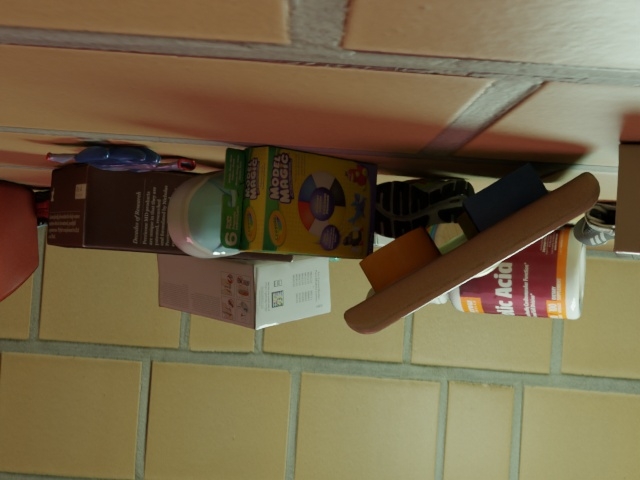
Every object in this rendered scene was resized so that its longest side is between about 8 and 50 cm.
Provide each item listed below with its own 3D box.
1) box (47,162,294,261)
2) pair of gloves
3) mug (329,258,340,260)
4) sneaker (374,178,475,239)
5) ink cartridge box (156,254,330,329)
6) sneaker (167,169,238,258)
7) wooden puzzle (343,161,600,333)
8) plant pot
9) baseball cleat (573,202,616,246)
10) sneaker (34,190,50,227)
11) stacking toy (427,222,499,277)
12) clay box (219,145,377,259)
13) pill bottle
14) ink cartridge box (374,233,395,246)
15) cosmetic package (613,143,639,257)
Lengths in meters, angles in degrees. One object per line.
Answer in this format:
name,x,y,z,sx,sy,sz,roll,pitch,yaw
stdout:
box,-0.245,-0.042,1.617,0.381,0.143,0.191,7,177,-32
pair of gloves,-0.269,-0.110,1.294,0.159,0.023,0.198,1,178,17
mug,-0.007,0.001,2.179,0.097,0.158,0.129,1,149,-43
sneaker,0.118,-0.049,1.367,0.208,0.082,0.094,-4,-170,-35
ink cartridge box,-0.133,0.076,1.956,0.271,0.130,0.309,-9,-168,-44
sneaker,-0.065,-0.048,1.447,0.150,0.135,0.366,-7,-179,37
wooden puzzle,0.175,-0.002,1.219,0.322,0.081,0.348,-30,178,5
plant pot,-0.744,-0.010,2.030,0.267,0.268,0.235,3,-171,21
baseball cleat,0.485,-0.036,1.664,0.109,0.072,0.206,19,168,-19
sneaker,-0.563,-0.079,2.136,0.261,0.104,0.125,7,-162,31
stacking toy,0.279,-0.004,1.991,0.141,0.141,0.330,4,-178,-4
clay box,-0.023,-0.044,1.201,0.222,0.128,0.053,5,177,-44
pill bottle,0.435,0.069,2.328,0.392,0.224,0.224,2,178,19
ink cartridge box,0.072,-0.032,2.044,0.203,0.086,0.148,6,178,-35
cosmetic package,0.455,-0.030,0.950,0.309,0.113,0.160,4,178,19
